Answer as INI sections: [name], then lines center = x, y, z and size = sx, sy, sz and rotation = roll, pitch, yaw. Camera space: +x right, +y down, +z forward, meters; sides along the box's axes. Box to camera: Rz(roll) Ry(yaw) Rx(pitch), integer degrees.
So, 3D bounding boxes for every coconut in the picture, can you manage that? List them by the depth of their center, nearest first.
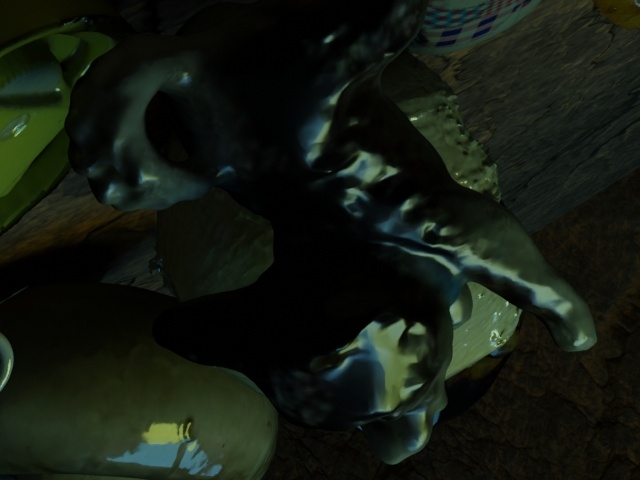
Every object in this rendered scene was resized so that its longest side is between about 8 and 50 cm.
[coconut]
center = 0.000, 0.000, 1.384
size = 0.254, 0.297, 0.297
rotation = -28, 171, -13

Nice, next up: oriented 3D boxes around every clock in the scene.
[clock]
center = -0.239, -0.055, 1.055
size = 0.293, 0.071, 0.277
rotation = -42, 170, 13

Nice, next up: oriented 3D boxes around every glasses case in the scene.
[glasses case]
center = 0.116, -0.208, 1.259
size = 0.125, 0.076, 0.327
rotation = -26, 170, -5

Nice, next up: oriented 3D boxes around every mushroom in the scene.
[mushroom]
center = -0.221, 0.193, 1.658
size = 0.362, 0.294, 0.362
rotation = 3, 169, 1

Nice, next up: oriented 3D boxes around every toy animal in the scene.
[toy animal]
center = -0.003, -0.010, 1.102
size = 0.302, 0.344, 0.194
rotation = -28, -159, -33

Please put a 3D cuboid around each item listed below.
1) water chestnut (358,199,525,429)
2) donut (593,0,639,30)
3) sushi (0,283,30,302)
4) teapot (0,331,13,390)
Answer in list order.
[water chestnut]
center = 0.039, 0.015, 1.748
size = 0.335, 0.347, 0.335
rotation = -20, 126, -31
[donut]
center = 0.300, -0.265, 1.257
size = 0.277, 0.108, 0.277
rotation = -17, 159, -6
[sushi]
center = -0.394, 0.081, 1.340
size = 0.296, 0.100, 0.373
rotation = -32, -176, -16
[teapot]
center = -0.332, 0.151, 1.362
size = 0.226, 0.092, 0.145
rotation = -37, -161, -6
